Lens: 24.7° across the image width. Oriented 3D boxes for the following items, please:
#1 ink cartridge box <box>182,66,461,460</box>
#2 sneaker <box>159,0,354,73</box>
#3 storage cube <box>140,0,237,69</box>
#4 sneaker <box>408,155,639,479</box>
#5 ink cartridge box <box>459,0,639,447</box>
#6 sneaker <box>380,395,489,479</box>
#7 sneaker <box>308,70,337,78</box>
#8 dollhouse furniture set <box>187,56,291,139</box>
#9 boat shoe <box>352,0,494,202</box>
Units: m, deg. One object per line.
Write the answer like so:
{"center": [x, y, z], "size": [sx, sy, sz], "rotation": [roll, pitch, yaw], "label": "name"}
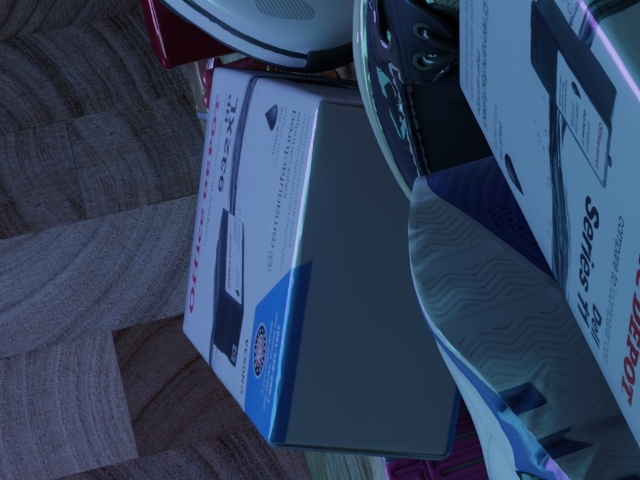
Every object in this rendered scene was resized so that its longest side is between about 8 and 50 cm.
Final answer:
{"center": [0.000, 0.000, 1.040], "size": [0.307, 0.129, 0.223], "rotation": [-147, 63, -71], "label": "ink cartridge box"}
{"center": [-0.105, -0.330, 1.048], "size": [0.447, 0.169, 0.257], "rotation": [51, 168, 9], "label": "sneaker"}
{"center": [-0.082, -0.274, 1.314], "size": [0.215, 0.183, 0.193], "rotation": [-127, 24, -73], "label": "storage cube"}
{"center": [0.124, 0.116, 0.660], "size": [0.182, 0.127, 0.315], "rotation": [88, 165, -49], "label": "sneaker"}
{"center": [0.122, -0.050, 0.524], "size": [0.153, 0.086, 0.208], "rotation": [84, 169, -49], "label": "ink cartridge box"}
{"center": [0.092, 0.149, 1.134], "size": [0.111, 0.103, 0.252], "rotation": [82, 179, -46], "label": "sneaker"}
{"center": [0.007, -0.144, 1.469], "size": [0.083, 0.032, 0.037], "rotation": [-114, 13, -59], "label": "sneaker"}
{"center": [-0.052, -0.121, 1.527], "size": [0.374, 0.152, 0.201], "rotation": [-155, 51, -77], "label": "dollhouse furniture set"}
{"center": [0.070, -0.129, 0.741], "size": [0.092, 0.102, 0.285], "rotation": [-109, 13, -70], "label": "boat shoe"}
